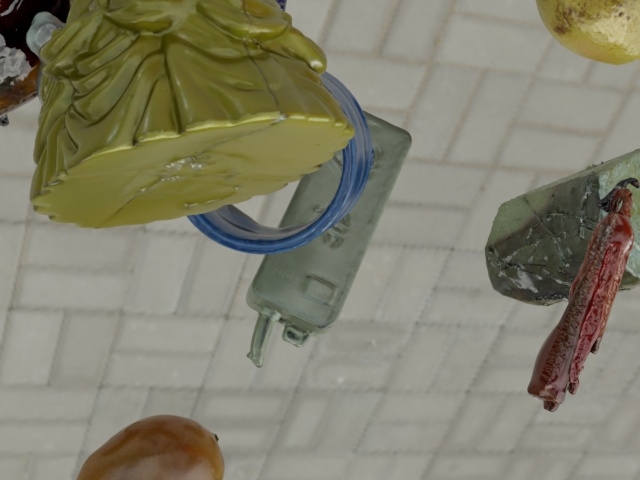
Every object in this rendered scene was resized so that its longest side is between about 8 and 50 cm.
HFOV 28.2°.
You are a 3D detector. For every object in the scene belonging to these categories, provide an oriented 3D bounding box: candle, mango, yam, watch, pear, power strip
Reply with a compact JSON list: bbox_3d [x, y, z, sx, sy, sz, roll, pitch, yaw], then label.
[{"bbox_3d":[0.314,0.058,1.484,0.302,0.059,0.084,-68,154,-14],"label":"candle"},{"bbox_3d":[-0.157,0.220,1.163,0.159,0.084,0.105,-30,117,-40],"label":"mango"},{"bbox_3d":[0.377,-0.006,1.870,0.202,0.271,0.201,-24,98,-38],"label":"yam"},{"bbox_3d":[-0.049,-0.094,1.121,0.200,0.171,0.196,35,112,6],"label":"watch"},{"bbox_3d":[0.341,-0.292,1.501,0.178,0.178,0.178,-10,133,-11],"label":"pear"},{"bbox_3d":[0.000,0.000,1.280,0.093,0.288,0.053,25,158,-4],"label":"power strip"}]

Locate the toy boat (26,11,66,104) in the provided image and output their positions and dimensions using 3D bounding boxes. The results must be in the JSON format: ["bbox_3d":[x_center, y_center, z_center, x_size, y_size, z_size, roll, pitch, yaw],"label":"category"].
[{"bbox_3d":[-0.116,-0.177,0.847,0.085,0.155,0.227,36,88,-16],"label":"toy boat"}]

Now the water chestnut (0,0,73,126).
[{"bbox_3d":[-0.353,-0.231,1.216,0.350,0.350,0.302,-20,132,-2],"label":"water chestnut"}]

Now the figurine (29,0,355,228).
[{"bbox_3d":[-0.099,-0.183,0.703,0.168,0.315,0.187,-9,169,-12],"label":"figurine"}]
